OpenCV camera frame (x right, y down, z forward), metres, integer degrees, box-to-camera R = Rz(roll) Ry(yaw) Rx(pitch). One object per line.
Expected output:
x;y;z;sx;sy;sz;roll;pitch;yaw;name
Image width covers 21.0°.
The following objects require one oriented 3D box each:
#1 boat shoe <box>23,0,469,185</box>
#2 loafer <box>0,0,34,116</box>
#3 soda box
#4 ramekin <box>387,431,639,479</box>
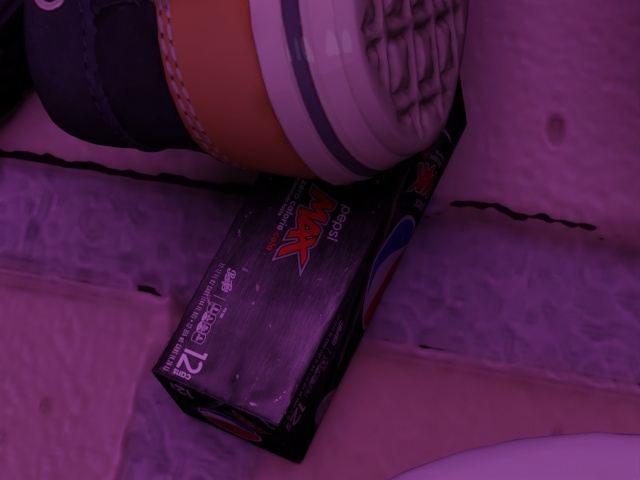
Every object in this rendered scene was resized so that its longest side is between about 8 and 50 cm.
-0.013;-0.238;0.723;0.156;0.187;0.500;-6;55;23;boat shoe
-0.182;-0.070;0.748;0.078;0.076;0.223;36;80;13;loafer
0.000;0.000;0.700;0.060;0.053;0.169;22;72;17;soda box
0.073;0.184;0.443;0.277;0.135;0.277;0;60;0;ramekin
